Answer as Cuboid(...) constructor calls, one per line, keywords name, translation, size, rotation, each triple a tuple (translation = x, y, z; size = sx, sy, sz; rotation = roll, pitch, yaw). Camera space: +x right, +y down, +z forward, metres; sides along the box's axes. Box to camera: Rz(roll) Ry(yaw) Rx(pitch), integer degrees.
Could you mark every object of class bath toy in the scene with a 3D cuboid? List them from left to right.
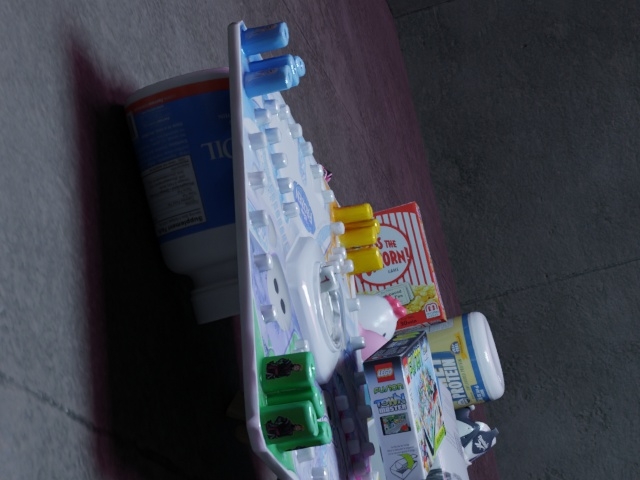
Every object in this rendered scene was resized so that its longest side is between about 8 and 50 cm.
Cuboid(name="bath toy", translation=(0.042, 0.145, 1.641), size=(0.348, 0.129, 0.151), rotation=(-58, 131, -76))

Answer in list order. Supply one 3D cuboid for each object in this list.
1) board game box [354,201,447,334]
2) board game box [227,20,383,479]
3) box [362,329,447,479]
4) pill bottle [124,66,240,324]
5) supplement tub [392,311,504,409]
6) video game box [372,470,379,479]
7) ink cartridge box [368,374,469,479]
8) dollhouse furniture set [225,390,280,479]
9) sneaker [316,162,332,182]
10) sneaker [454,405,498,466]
Cuboid(name="board game box", translation=(0.104, 0.051, 2.032), size=(0.045, 0.147, 0.193), rotation=(40, 36, -72))
Cuboid(name="board game box", translation=(0.007, 0.060, 1.168), size=(0.390, 0.050, 0.390), rotation=(61, 21, -58))
Cuboid(name="box", translation=(0.083, 0.153, 1.226), size=(0.207, 0.036, 0.114), rotation=(-15, 93, -79))
Cuboid(name="pill bottle", translation=(-0.098, -0.040, 1.204), size=(0.124, 0.124, 0.221), rotation=(-6, 81, -79))
Cuboid(name="supplement tub", translation=(0.179, 0.204, 2.052), size=(0.144, 0.200, 0.144), rotation=(-16, 90, -79))
Cuboid(name="video game box", translation=(0.035, 0.366, 1.363), size=(0.187, 0.048, 0.205), rotation=(-54, 144, -81))
Cuboid(name="ink cartridge box", translation=(0.136, 0.347, 1.820), size=(0.223, 0.129, 0.307), rotation=(52, 25, -64))
Cuboid(name="dollhouse furniture set", translation=(-0.057, 0.255, 1.257), size=(0.144, 0.123, 0.151), rotation=(-58, 166, -75))
Cuboid(name="sneaker", translation=(-0.011, -0.099, 1.900), size=(0.047, 0.057, 0.119), rotation=(34, 41, -71))
Cuboid(name="sneaker", translation=(0.237, 0.376, 2.225), size=(0.094, 0.153, 0.235), rotation=(61, 17, -44))
